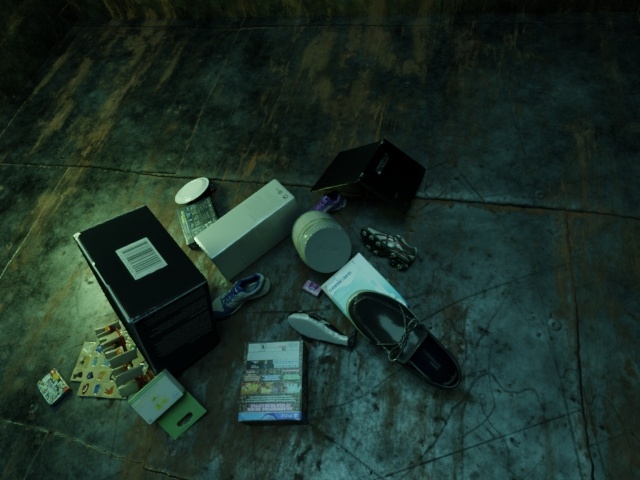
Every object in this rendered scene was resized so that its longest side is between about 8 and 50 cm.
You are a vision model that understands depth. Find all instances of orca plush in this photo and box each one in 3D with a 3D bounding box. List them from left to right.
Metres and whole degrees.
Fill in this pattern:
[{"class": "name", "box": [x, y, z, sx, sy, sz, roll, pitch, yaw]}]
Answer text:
[{"class": "orca plush", "box": [0.013, 0.341, 1.719, 0.288, 0.151, 0.102, 7, 30, 17]}]

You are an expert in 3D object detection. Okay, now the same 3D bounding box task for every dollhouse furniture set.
[{"class": "dollhouse furniture set", "box": [-0.740, 0.457, 1.618, 0.135, 0.258, 0.262, -21, 27, -32]}]

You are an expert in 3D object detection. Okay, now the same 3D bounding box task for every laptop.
[{"class": "laptop", "box": [0.238, -0.294, 2.031, 0.408, 0.236, 0.381, 35, 49, -3]}]

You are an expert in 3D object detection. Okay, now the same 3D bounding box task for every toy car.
[{"class": "toy car", "box": [-0.602, -0.258, 2.207, 0.060, 0.040, 0.122, 36, 68, 4]}]

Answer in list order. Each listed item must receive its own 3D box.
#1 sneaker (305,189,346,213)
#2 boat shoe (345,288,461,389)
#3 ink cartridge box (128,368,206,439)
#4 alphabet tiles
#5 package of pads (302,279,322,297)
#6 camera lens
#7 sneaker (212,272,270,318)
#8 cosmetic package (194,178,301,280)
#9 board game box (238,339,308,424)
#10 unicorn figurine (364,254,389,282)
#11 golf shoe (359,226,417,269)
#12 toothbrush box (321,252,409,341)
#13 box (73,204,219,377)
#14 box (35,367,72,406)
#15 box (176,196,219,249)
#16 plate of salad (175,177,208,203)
[{"class": "sneaker", "box": [0.015, -0.166, 2.010, 0.237, 0.104, 0.095, -35, 62, -9]}, {"class": "boat shoe", "box": [0.308, 0.355, 1.517, 0.500, 0.156, 0.186, 41, 88, 1]}, {"class": "ink cartridge box", "box": [-0.578, 0.631, 1.596, 0.171, 0.056, 0.235, -42, 93, -2]}, {"class": "alphabet tiles", "box": [-0.898, 0.530, 1.819, 0.344, 0.011, 0.284, 0, 61, 10]}, {"class": "package of pads", "box": [-0.034, 0.211, 1.840, 0.083, 0.032, 0.050, 26, 69, 23]}, {"class": "camera lens", "box": [0.000, 0.000, 1.799, 0.220, 0.219, 0.274, -25, 21, -5]}, {"class": "sneaker", "box": [-0.368, 0.229, 1.832, 0.297, 0.131, 0.111, -31, 62, -7]}, {"class": "cosmetic package", "box": [-0.315, -0.046, 1.926, 0.453, 0.230, 0.161, -38, 61, -13]}, {"class": "board game box", "box": [-0.171, 0.543, 1.606, 0.233, 0.141, 0.290, -4, 60, 8]}, {"class": "unicorn figurine", "box": [0.225, 0.158, 1.817, 0.162, 0.060, 0.111, 33, 69, 8]}, {"class": "golf shoe", "box": [0.298, 0.018, 1.870, 0.273, 0.105, 0.120, 37, 57, 20]}, {"class": "toothbrush box", "box": [0.181, 0.233, 1.700, 0.216, 0.126, 0.295, -42, 70, -4]}, {"class": "box", "box": [-0.665, 0.209, 1.661, 0.298, 0.471, 0.480, -30, 59, -30]}, {"class": "box", "box": [-1.139, 0.625, 1.795, 0.137, 0.027, 0.094, 34, 70, 26]}, {"class": "box", "box": [-0.599, -0.089, 2.098, 0.184, 0.059, 0.232, -25, 60, -5]}, {"class": "plate of salad", "box": [-0.663, -0.254, 2.184, 0.200, 0.048, 0.199, -16, 41, 15]}]
